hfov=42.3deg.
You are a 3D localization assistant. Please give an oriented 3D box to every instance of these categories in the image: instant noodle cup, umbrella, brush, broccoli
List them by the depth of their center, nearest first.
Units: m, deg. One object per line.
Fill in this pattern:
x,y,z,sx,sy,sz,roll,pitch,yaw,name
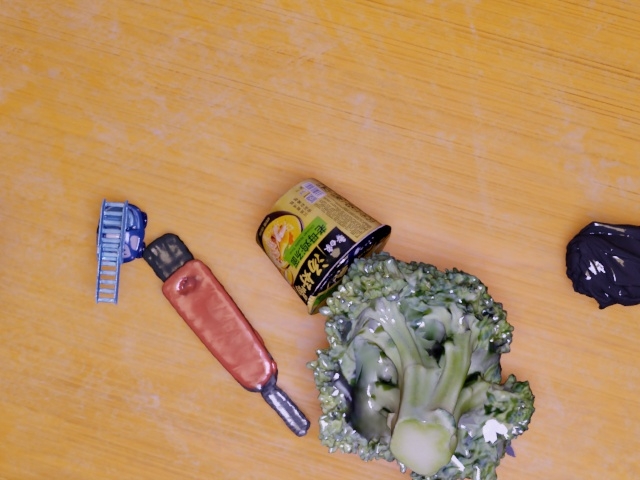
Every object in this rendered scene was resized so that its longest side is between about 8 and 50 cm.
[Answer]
0.113,0.168,0.984,0.288,0.235,0.260,29,52,-1,broccoli
0.000,0.000,1.045,0.151,0.151,0.122,-44,75,-2,instant noodle cup
0.481,0.019,1.047,0.339,0.118,0.118,-6,85,-4,umbrella
-0.118,0.123,1.078,0.070,0.051,0.323,-40,85,-4,brush

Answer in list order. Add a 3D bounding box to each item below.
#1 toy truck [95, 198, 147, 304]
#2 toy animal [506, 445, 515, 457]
-0.267,0.016,1.083,0.063,0.074,0.136,2,86,2,toy truck
0.207,0.261,1.063,0.084,0.028,0.050,-4,96,2,toy animal
